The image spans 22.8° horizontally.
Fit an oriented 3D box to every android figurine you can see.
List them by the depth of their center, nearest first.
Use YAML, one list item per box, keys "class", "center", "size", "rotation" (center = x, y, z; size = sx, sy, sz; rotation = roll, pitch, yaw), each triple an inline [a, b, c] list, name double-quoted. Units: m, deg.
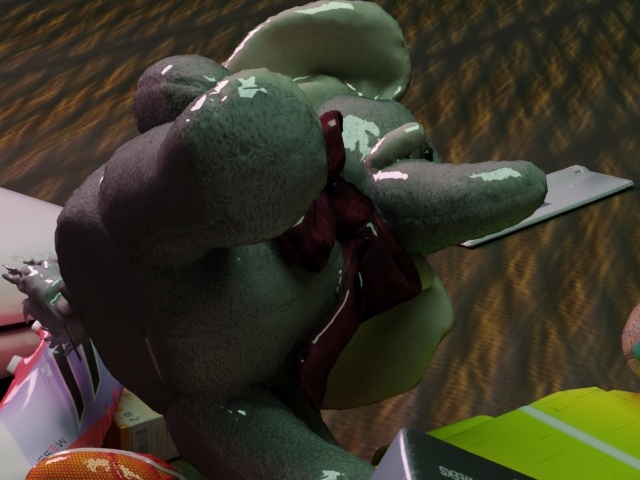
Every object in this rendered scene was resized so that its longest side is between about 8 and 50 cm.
- class: "android figurine"
  center: [0.143, 0.155, 0.906]
  size: [0.273, 0.056, 0.248]
  rotation: [-16, 24, -33]

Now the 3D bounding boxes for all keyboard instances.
- class: "keyboard"
  center: [0.200, -0.034, 1.524]
  size: [0.256, 0.014, 0.072]
  rotation: [-19, 31, -41]

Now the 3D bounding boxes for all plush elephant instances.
- class: "plush elephant"
  center: [0.000, 0.000, 0.890]
  size: [0.255, 0.271, 0.330]
  rotation: [-28, 19, -29]

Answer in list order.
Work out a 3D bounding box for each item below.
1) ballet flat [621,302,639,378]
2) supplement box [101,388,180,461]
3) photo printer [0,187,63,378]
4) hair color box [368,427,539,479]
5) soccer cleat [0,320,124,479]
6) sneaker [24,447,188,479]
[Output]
- class: "ballet flat"
  center: [0.309, 0.067, 1.053]
  size: [0.316, 0.106, 0.107]
  rotation: [12, 50, -41]
- class: "supplement box"
  center: [-0.106, 0.117, 1.058]
  size: [0.098, 0.036, 0.062]
  rotation: [-15, 23, -35]
- class: "photo printer"
  center: [-0.309, 0.022, 1.197]
  size: [0.308, 0.107, 0.256]
  rotation: [17, 18, 35]
- class: "hair color box"
  center: [0.099, 0.226, 0.420]
  size: [0.185, 0.113, 0.374]
  rotation: [22, 25, -17]
- class: "soccer cleat"
  center: [-0.163, 0.120, 0.963]
  size: [0.095, 0.083, 0.248]
  rotation: [26, 38, 10]
- class: "sneaker"
  center: [-0.081, 0.162, 0.828]
  size: [0.175, 0.064, 0.067]
  rotation: [24, 22, 12]
